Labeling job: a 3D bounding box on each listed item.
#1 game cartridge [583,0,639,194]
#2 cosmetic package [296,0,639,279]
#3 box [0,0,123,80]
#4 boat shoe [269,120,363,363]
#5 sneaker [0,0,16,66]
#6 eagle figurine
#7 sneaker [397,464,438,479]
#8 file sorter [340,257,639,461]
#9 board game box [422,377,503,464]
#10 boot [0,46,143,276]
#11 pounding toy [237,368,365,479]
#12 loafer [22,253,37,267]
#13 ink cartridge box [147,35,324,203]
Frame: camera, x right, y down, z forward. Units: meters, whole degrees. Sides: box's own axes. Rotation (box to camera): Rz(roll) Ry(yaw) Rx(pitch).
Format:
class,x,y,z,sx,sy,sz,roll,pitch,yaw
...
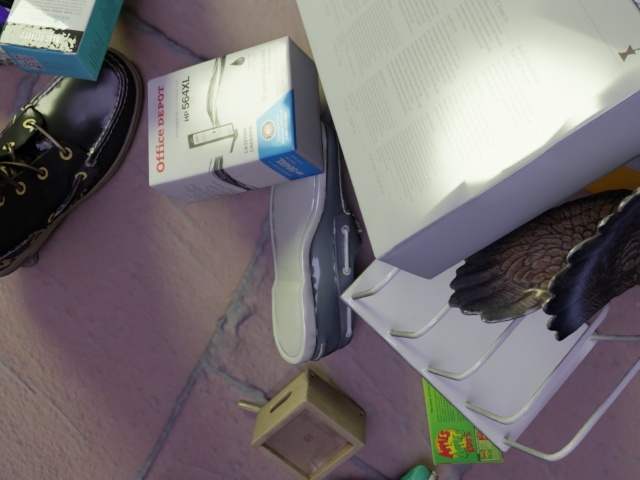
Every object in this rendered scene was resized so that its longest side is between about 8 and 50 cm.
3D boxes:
class,x,y,z,sx,sy,sz,roll,pitch,yaw
game cartridge,0.373,-0.166,0.708,0.324,0.052,0.285,21,107,7
cosmetic package,0.139,-0.194,0.678,0.284,0.098,0.377,-36,53,31
box,-0.289,-0.317,0.834,0.101,0.060,0.244,10,73,9
boat shoe,0.000,0.000,0.908,0.099,0.116,0.319,-1,97,-33
sneaker,-0.538,-0.310,0.939,0.294,0.102,0.146,0,96,9
eagle figurine,0.291,0.012,0.598,0.299,0.225,0.226,11,127,-7
sneaker,0.044,0.393,0.977,0.275,0.107,0.110,-38,84,17
file sorter,0.199,0.089,0.795,0.278,0.173,0.193,44,80,-1
board game box,0.187,0.206,0.928,0.092,0.043,0.181,-7,101,14
boot,-0.386,-0.085,0.842,0.138,0.284,0.377,43,98,-1
pounding toy,-0.032,0.256,0.970,0.130,0.100,0.141,41,111,-15
loafer,-0.468,-0.010,1.018,0.045,0.039,0.125,-31,95,18
ink cartridge box,-0.106,-0.140,0.845,0.203,0.086,0.148,-11,74,23
